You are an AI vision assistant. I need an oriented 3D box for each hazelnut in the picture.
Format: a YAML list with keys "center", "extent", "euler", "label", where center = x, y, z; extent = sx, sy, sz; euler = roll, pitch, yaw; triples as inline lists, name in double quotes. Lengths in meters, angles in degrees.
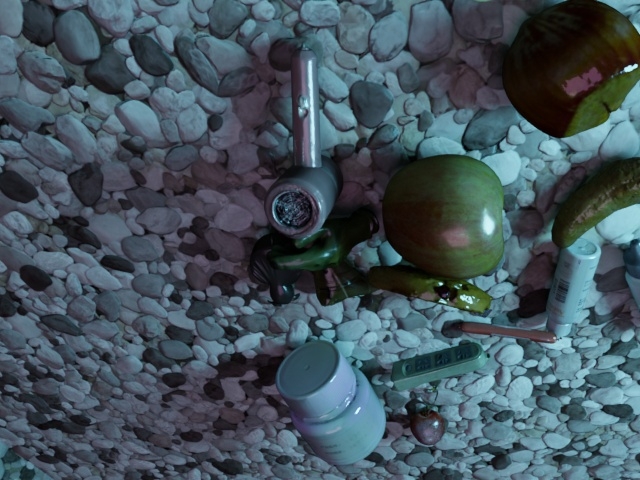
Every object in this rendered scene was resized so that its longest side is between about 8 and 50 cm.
- center: [0.429, -0.297, 0.874]
  extent: [0.181, 0.180, 0.212]
  euler: [13, 134, -39]
  label: "hazelnut"

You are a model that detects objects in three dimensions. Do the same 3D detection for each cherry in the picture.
- center: [0.322, 0.536, 1.552]
  extent: [0.107, 0.090, 0.225]
  euler: [-5, 112, 15]
  label: "cherry"

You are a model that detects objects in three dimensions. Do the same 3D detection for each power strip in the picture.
- center: [0.327, 0.349, 1.410]
  extent: [0.286, 0.080, 0.048]
  euler: [-20, 120, 20]
  label: "power strip"

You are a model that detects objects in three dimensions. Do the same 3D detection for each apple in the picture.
- center: [0.248, -0.045, 1.019]
  extent: [0.234, 0.256, 0.256]
  euler: [-3, 126, 14]
  label: "apple"

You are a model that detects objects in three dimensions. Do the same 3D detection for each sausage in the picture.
- center: [0.479, 0.235, 1.298]
  extent: [0.254, 0.034, 0.034]
  euler: [4, 129, 27]
  label: "sausage"

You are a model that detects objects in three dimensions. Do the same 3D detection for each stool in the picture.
- center: [-0.097, 0.061, 1.222]
  extent: [0.125, 0.121, 0.217]
  euler: [-4, 124, 8]
  label: "stool"

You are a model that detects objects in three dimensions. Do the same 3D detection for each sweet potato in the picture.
- center: [0.609, -0.103, 1.028]
  extent: [0.342, 0.092, 0.114]
  euler: [-37, 84, 37]
  label: "sweet potato"

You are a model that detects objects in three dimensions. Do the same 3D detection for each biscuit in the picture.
- center: [0.243, 0.102, 1.142]
  extent: [0.296, 0.296, 0.075]
  euler: [13, 87, -3]
  label: "biscuit"

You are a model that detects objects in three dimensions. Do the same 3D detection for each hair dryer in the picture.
- center: [-0.036, -0.198, 0.990]
  extent: [0.126, 0.210, 0.352]
  euler: [2, 112, 12]
  label: "hair dryer"

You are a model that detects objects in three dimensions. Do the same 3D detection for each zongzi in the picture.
- center: [0.068, 0.058, 1.247]
  extent: [0.178, 0.081, 0.188]
  euler: [-12, 112, -10]
  label: "zongzi"

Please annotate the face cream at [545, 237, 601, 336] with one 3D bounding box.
- center: [0.591, 0.121, 1.206]
  extent: [0.082, 0.082, 0.268]
  euler: [1, 126, 7]
  label: "face cream"

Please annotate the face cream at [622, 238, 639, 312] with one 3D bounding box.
- center: [0.767, 0.111, 1.171]
  extent: [0.092, 0.092, 0.311]
  euler: [-26, 119, 24]
  label: "face cream"

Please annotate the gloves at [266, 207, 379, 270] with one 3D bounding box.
- center: [0.010, 0.007, 1.110]
  extent: [0.268, 0.107, 0.135]
  euler: [-21, 141, -19]
  label: "gloves"

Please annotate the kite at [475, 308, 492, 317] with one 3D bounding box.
- center: [0.426, 0.174, 1.315]
  extent: [0.044, 0.002, 0.078]
  euler: [5, 127, 3]
  label: "kite"

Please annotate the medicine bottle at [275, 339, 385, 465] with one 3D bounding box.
- center: [0.027, 0.450, 1.421]
  extent: [0.241, 0.241, 0.301]
  euler: [-17, 122, 19]
  label: "medicine bottle"
